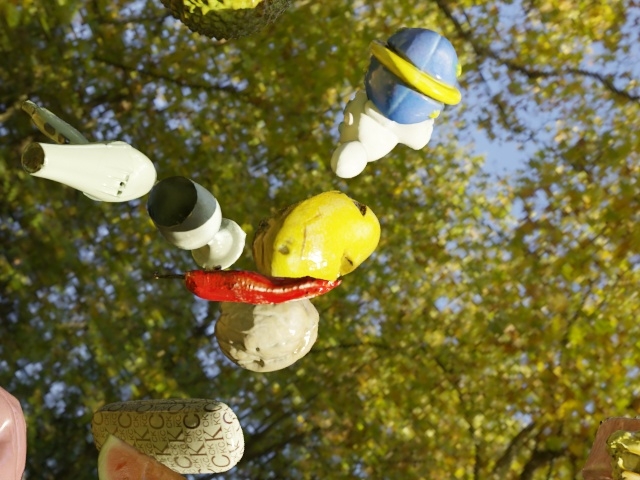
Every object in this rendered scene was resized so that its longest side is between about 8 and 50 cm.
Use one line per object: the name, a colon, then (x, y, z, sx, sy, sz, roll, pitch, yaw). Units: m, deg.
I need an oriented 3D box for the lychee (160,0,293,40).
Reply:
lychee: (-0.151, -0.463, 1.690, 0.270, 0.270, 0.320, 60, -11, -4)

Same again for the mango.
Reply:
mango: (0.000, 0.000, 1.776, 0.130, 0.262, 0.167, -2, -71, 49)

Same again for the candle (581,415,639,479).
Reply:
candle: (0.559, 0.408, 1.601, 0.287, 0.131, 0.317, 9, -30, 39)

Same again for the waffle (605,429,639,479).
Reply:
waffle: (0.421, 0.349, 1.250, 0.291, 0.291, 0.051, 60, -5, -3)

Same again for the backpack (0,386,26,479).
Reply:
backpack: (-0.482, 0.304, 1.244, 0.283, 0.317, 0.197, 7, -12, 8)

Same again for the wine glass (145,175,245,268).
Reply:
wine glass: (-0.239, -0.032, 2.010, 0.126, 0.126, 0.241, 36, -7, 27)

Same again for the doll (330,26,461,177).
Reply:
doll: (0.125, -0.218, 1.646, 0.159, 0.311, 0.242, 20, -76, -4)

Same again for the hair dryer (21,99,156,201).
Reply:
hair dryer: (-0.342, -0.123, 1.380, 0.225, 0.219, 0.088, 32, -79, 5)

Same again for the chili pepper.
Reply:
chili pepper: (-0.105, 0.060, 1.406, 0.268, 0.050, 0.059, 5, -13, 13)

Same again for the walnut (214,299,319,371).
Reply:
walnut: (-0.112, 0.180, 2.238, 0.224, 0.224, 0.224, 29, -45, 33)

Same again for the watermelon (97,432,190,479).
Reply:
watermelon: (-0.231, 0.334, 1.424, 0.163, 0.087, 0.069, 29, -1, 12)

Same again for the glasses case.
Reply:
glasses case: (-0.300, 0.376, 2.018, 0.354, 0.085, 0.137, -8, -76, 32)
